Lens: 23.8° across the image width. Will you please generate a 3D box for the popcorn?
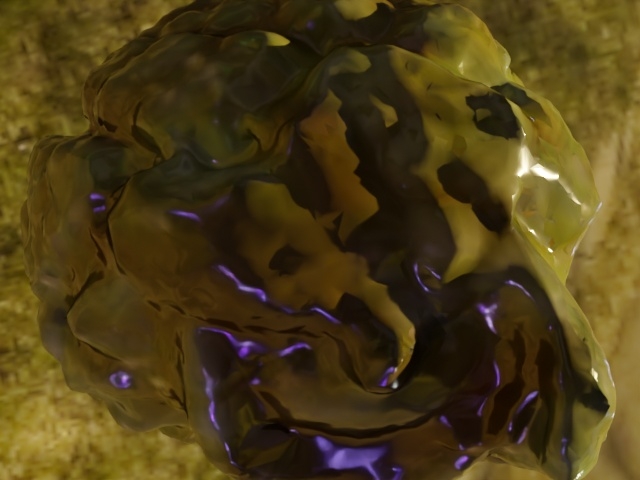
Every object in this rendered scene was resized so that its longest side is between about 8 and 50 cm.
[{"bbox_3d":[0.009,0.000,0.828,0.335,0.274,0.279,0,88,-15],"label":"popcorn"}]
